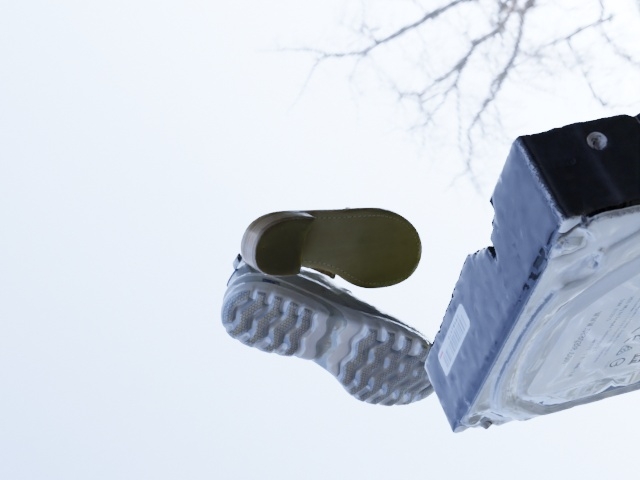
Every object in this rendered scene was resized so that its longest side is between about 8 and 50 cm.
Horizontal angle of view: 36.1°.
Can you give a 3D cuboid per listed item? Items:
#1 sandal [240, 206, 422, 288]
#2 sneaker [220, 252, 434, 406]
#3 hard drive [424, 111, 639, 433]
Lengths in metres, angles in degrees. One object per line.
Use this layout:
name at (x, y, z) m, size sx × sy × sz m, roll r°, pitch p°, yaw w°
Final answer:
sandal at (0.002, -0.006, 1.007) m, size 0.240 × 0.079 × 0.088 m, roll 4°, pitch -71°, yaw -45°
sneaker at (0.024, 0.084, 1.063) m, size 0.281 × 0.105 × 0.115 m, roll 29°, pitch -153°, yaw -24°
hard drive at (0.246, 0.006, 0.585) m, size 0.339 × 0.237 × 0.064 m, roll -12°, pitch -123°, yaw -16°
